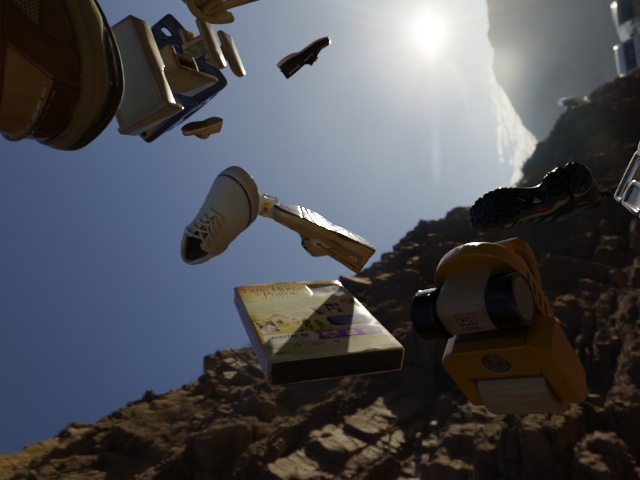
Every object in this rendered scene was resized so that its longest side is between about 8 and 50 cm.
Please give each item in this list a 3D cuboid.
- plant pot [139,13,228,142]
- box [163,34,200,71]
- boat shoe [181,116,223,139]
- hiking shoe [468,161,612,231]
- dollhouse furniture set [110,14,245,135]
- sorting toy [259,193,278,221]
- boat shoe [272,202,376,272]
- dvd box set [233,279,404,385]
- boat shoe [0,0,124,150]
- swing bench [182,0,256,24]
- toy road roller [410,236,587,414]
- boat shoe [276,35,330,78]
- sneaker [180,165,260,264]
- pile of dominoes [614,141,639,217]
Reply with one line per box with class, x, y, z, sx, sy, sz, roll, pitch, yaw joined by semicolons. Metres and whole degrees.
plant pot;-0.427;-0.410;1.303;0.236;0.236;0.212;49;-148;-22
box;-0.492;-0.551;1.601;0.142;0.248;0.163;46;-130;-72
boat shoe;-0.388;-0.364;1.649;0.170;0.063;0.059;-31;-41;-45
hiking shoe;0.499;-0.070;1.167;0.132;0.304;0.113;29;-121;-33
dollhouse furniture set;-0.275;-0.282;0.916;0.160;0.212;0.242;69;-159;0
sorting toy;-0.169;-0.110;1.578;0.044;0.084;0.075;-95;25;-60
boat shoe;0.000;0.000;1.446;0.341;0.110;0.121;26;-165;-20
dvd box set;-0.029;0.204;1.223;0.308;0.420;0.062;-2;-73;-20
boat shoe;-0.249;-0.215;0.339;0.120;0.123;0.323;-13;-107;-59
swing bench;-0.213;-0.622;1.046;0.253;0.255;0.165;62;179;7
toy road roller;0.345;0.144;0.937;0.329;0.203;0.240;54;-136;-18
boat shoe;-0.028;-0.367;0.997;0.125;0.046;0.038;-35;-82;-18
sneaker;-0.179;-0.027;0.862;0.094;0.258;0.091;40;-128;2
pile of dominoes;0.357;-0.124;0.435;0.196;0.040;0.251;-51;-23;-65
